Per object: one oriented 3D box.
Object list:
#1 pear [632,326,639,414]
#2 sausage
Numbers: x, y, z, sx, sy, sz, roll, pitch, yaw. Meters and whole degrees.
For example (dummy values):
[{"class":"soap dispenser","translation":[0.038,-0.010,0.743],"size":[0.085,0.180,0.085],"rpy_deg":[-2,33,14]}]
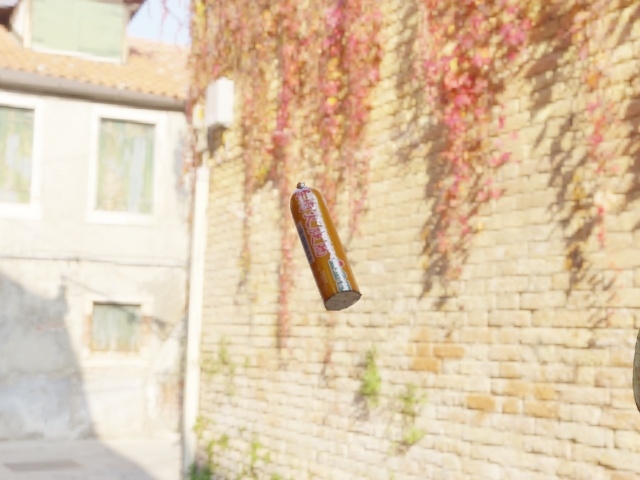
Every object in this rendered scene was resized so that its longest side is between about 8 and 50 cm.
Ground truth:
[{"class":"pear","translation":[0.438,0.121,0.693],"size":[0.340,0.387,0.191],"rpy_deg":[-8,0,43]},{"class":"sausage","translation":[0.000,0.000,0.685],"size":[0.031,0.107,0.031],"rpy_deg":[-16,-24,-8]}]
